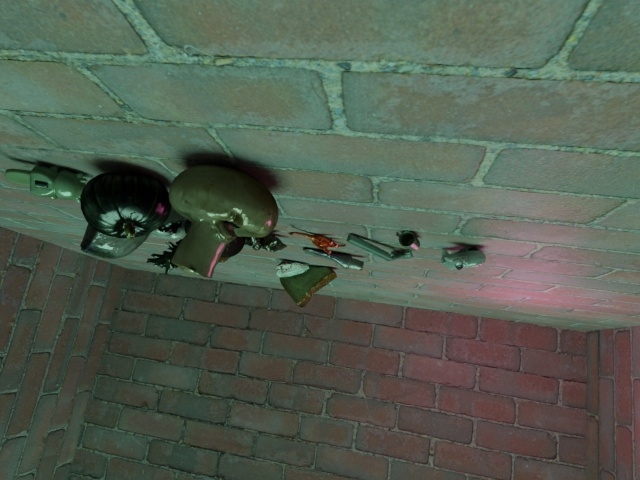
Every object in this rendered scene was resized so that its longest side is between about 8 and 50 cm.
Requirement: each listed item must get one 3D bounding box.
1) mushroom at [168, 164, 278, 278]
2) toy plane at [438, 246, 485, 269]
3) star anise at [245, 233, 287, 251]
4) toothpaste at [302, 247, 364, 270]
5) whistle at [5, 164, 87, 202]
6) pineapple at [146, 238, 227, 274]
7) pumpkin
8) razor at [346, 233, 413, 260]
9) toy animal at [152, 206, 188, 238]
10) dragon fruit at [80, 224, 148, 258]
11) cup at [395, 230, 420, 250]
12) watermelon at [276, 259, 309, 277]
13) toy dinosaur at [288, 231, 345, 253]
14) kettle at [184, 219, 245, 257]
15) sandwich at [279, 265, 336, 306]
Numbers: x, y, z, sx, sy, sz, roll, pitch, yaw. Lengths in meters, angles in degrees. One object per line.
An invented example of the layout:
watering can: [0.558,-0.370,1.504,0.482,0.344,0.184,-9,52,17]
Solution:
mushroom: [-0.263,-0.041,1.095,0.293,0.290,0.292,13,167,3]
toy plane: [0.503,0.064,1.475,0.174,0.080,0.174,-5,177,0]
star anise: [-0.236,0.005,1.718,0.197,0.073,0.212,13,168,-6]
toothpaste: [0.058,0.082,1.887,0.283,0.068,0.099,13,140,10]
whistle: [-0.849,-0.184,1.302,0.245,0.110,0.092,10,-159,-9]
pineapple: [-0.504,0.037,1.624,0.169,0.169,0.340,-3,-173,40]
pumpkin: [-0.576,-0.099,1.243,0.250,0.216,0.250,-16,159,-6]
razor: [0.217,0.036,1.590,0.278,0.056,0.111,17,166,-30]
toy animal: [-0.544,-0.065,1.497,0.166,0.138,0.179,25,162,5]
dragon fruit: [-0.794,-0.031,1.641,0.204,0.221,0.283,27,156,-36]
cup: [0.297,0.004,1.417,0.075,0.054,0.083,0,166,29]
watermelon: [-0.153,0.145,2.253,0.180,0.081,0.094,-5,151,-7]
toy dinosaur: [-0.003,0.006,1.606,0.101,0.055,0.280,27,-175,43]
kettle: [-0.377,-0.039,1.494,0.202,0.144,0.232,1,161,-5]
sandwich: [-0.080,0.199,2.318,0.254,0.288,0.099,54,-172,36]
